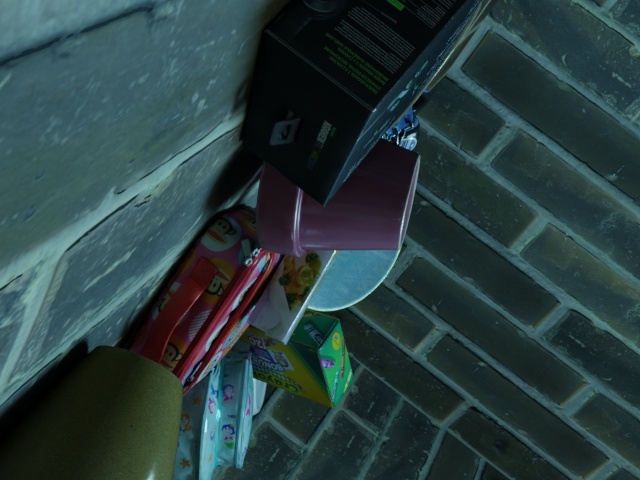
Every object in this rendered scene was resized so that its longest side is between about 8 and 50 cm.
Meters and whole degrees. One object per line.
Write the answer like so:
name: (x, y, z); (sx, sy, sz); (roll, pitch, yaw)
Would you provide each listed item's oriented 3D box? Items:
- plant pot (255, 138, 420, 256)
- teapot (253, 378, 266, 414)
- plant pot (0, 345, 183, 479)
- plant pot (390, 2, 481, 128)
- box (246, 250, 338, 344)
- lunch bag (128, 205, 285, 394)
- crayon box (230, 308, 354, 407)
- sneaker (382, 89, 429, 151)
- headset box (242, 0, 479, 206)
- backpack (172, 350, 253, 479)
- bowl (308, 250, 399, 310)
plant pot: (0.030, -0.068, 1.077); (0.201, 0.180, 0.201); (12, 90, -82)
teapot: (-0.215, 0.260, 1.776); (0.252, 0.187, 0.256); (-83, 176, -45)
plant pot: (-0.266, 0.258, 0.944); (0.237, 0.237, 0.254); (120, -7, -63)
plant pot: (0.131, -0.293, 1.253); (0.237, 0.110, 0.237); (-53, 176, -5)
box: (0.000, 0.000, 1.215); (0.323, 0.063, 0.067); (-60, 175, -10)
lunch bag: (-0.168, 0.091, 1.211); (0.293, 0.120, 0.258); (-56, 173, 12)
crayon box: (-0.085, 0.190, 1.523); (0.081, 0.279, 0.165); (-51, 142, -36)
sneaker: (0.091, -0.189, 1.382); (0.330, 0.147, 0.129); (-53, 176, -34)
headset box: (0.047, -0.200, 0.903); (0.283, 0.131, 0.246); (-51, 177, -21)
backpack: (-0.212, 0.299, 1.400); (0.253, 0.191, 0.225); (-76, 173, -66)
bowl: (-0.001, -0.028, 1.524); (0.289, 0.289, 0.156); (-52, -141, -9)
